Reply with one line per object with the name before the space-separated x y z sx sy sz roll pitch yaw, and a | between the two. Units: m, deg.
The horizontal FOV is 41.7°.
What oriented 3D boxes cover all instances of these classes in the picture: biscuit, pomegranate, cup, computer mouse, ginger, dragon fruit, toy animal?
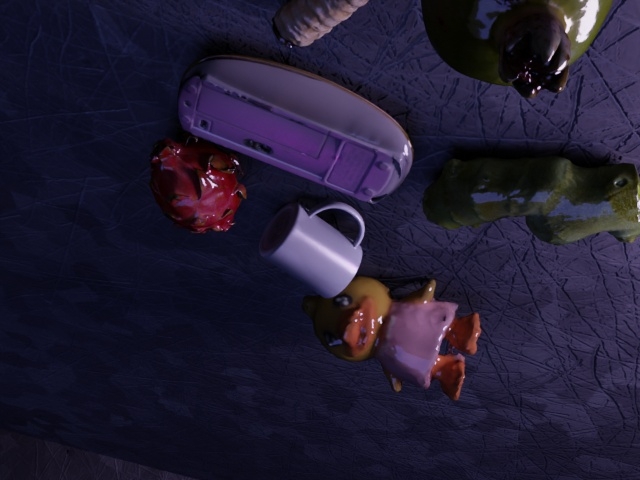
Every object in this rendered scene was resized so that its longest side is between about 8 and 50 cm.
biscuit | 0.031 -0.268 0.889 0.061 0.055 0.219 48 139 -15
pomegranate | 0.182 -0.210 0.774 0.179 0.210 0.179 -1 166 0
cup | -0.005 0.000 1.283 0.133 0.136 0.099 34 177 -23
computer mouse | -0.031 -0.146 1.081 0.311 0.071 0.158 21 148 -5
ginger | 0.273 -0.048 1.075 0.290 0.089 0.137 6 153 14
dragon fruit | -0.182 -0.086 1.198 0.136 0.133 0.166 -40 129 4
toy animal | 0.106 0.139 1.369 0.281 0.195 0.169 16 -173 -5
